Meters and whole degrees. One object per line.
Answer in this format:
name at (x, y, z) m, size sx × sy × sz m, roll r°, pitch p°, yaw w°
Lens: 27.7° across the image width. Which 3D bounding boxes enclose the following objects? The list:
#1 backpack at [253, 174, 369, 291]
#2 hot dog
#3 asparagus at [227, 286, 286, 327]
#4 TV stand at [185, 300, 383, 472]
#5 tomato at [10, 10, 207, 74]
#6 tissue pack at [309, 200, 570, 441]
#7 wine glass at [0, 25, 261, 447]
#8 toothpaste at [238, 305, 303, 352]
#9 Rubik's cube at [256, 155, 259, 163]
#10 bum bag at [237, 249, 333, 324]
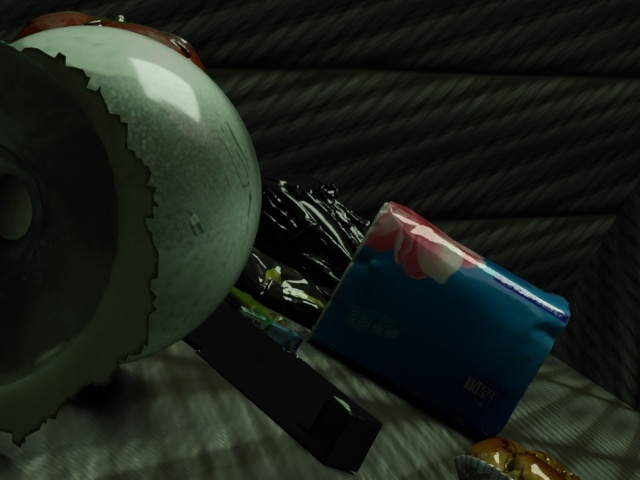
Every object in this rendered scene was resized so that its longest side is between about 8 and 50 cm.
backpack at (0.000, 0.000, 1.853) m, size 0.258 × 0.133 × 0.206 m, roll 43°, pitch 13°, yaw 14°
hot dog at (0.201, 0.229, 1.132) m, size 0.131 × 0.069 × 0.253 m, roll 29°, pitch -2°, yaw 34°
asparagus at (-0.109, 0.059, 1.566) m, size 0.025 × 0.024 × 0.248 m, roll 35°, pitch -2°, yaw -36°
TV stand at (-0.047, 0.114, 1.129) m, size 0.040 × 0.049 × 0.256 m, roll 25°, pitch 7°, yaw -44°
tomato at (-0.267, -0.156, 1.605) m, size 0.265 × 0.265 × 0.265 m, roll 30°, pitch 4°, yaw -2°
tissue pack at (0.146, 0.103, 1.608) m, size 0.270 × 0.209 × 0.137 m, roll 31°, pitch 13°, yaw 2°
wine glass at (-0.156, -0.023, 0.817) m, size 0.238 × 0.238 × 0.323 m, roll 30°, pitch 12°, yaw 8°
toothpaste at (-0.058, 0.100, 1.443) m, size 0.083 × 0.020 × 0.017 m, roll 28°, pitch 8°, yaw -28°
Rubik's cube at (-0.211, -0.073, 1.318) m, size 0.182 × 0.184 × 0.187 m, roll 33°, pitch 4°, yaw 40°
bum bag at (-0.063, 0.053, 1.721) m, size 0.232 × 0.060 × 0.107 m, roll 33°, pitch 10°, yaw -25°
